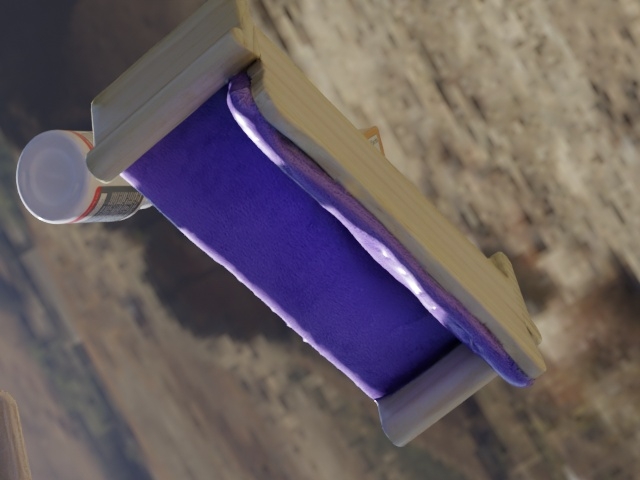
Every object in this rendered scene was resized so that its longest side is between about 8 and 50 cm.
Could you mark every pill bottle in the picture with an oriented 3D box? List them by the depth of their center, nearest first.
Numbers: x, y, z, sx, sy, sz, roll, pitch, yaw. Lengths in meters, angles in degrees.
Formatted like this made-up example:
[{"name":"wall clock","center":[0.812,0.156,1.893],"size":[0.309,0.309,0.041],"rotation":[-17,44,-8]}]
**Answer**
[{"name":"pill bottle","center":[-0.261,-0.074,2.304],"size":[0.108,0.108,0.180],"rotation":[57,-156,15]}]

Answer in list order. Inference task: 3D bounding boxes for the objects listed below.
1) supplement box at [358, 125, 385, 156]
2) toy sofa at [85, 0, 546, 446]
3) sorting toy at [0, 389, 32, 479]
[{"name":"supplement box","center":[-0.001,-0.051,1.932],"size":[0.233,0.078,0.080],"rotation":[-33,-70,-69]},{"name":"toy sofa","center":[0.000,0.000,1.471],"size":[0.362,0.150,0.177],"rotation":[43,-162,-28]},{"name":"sorting toy","center":[-0.311,0.220,1.680],"size":[0.208,0.038,0.193],"rotation":[-7,96,41]}]
